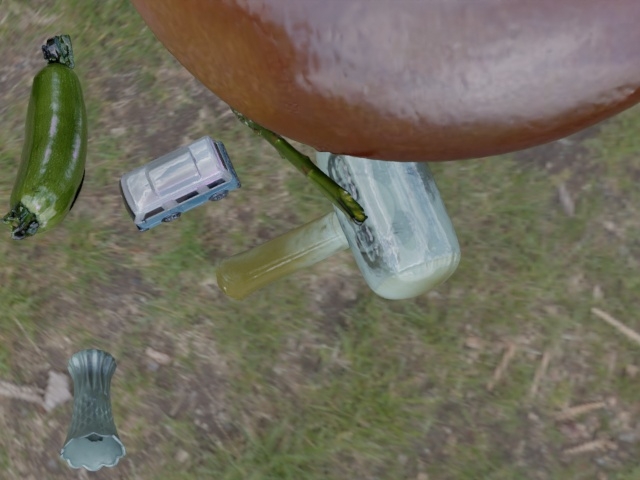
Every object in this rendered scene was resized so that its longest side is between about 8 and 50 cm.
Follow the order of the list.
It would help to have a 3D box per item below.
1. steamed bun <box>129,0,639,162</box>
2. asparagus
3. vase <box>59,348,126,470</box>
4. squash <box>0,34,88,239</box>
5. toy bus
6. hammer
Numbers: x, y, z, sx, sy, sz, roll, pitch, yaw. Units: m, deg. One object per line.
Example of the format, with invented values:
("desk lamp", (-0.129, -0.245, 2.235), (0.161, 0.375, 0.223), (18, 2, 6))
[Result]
("steamed bun", (0.073, -0.177, 0.784), (0.379, 0.235, 0.248), (2, 113, 12))
("asparagus", (-0.016, -0.050, 0.835), (0.013, 0.166, 0.016), (-44, 133, -2))
("vase", (-0.287, 0.208, 1.735), (0.081, 0.081, 0.148), (9, 45, -19))
("squash", (-0.286, -0.098, 1.471), (0.071, 0.318, 0.080), (2, 134, -4))
("toy bus", (-0.155, -0.062, 1.460), (0.123, 0.075, 0.060), (-25, 77, 4))
("hammer", (0.000, 0.000, 1.502), (0.113, 0.305, 0.202), (-4, 70, -53))
